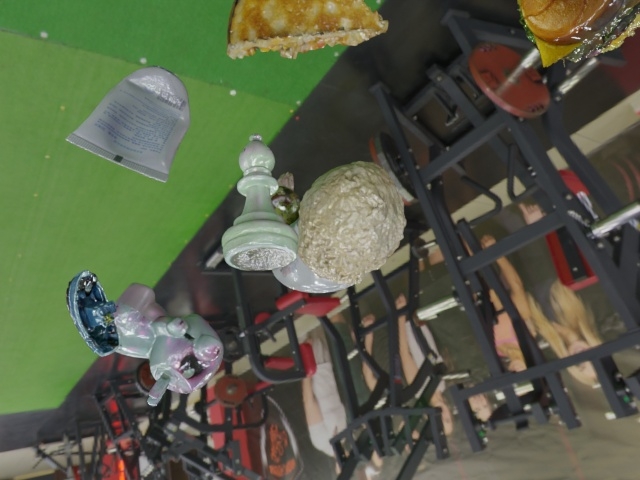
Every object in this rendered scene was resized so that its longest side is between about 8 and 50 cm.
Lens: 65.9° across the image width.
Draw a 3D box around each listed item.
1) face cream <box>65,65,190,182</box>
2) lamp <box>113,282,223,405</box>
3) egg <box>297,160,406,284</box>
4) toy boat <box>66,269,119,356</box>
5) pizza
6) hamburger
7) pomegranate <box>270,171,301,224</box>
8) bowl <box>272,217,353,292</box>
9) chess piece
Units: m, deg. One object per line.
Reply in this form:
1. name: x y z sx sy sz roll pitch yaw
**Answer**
1. face cream: -0.459 -0.324 1.295 0.234 0.420 0.137 25 129 -18
2. lamp: -0.401 0.271 1.241 0.301 0.247 0.247 30 136 -2
3. egg: 0.073 -0.048 1.227 0.279 0.311 0.279 16 -178 -1
4. toy boat: -0.342 0.110 0.753 0.060 0.137 0.060 -9 -168 26
5. pizza: -0.022 -0.613 1.339 0.406 0.440 0.130 26 168 1
6. hamburger: 0.449 -0.427 0.821 0.138 0.243 0.261 -6 166 -30
7. pomegranate: -0.126 -0.125 1.516 0.125 0.163 0.138 -22 155 15
8. bowl: 0.000 0.000 1.574 0.345 0.345 0.157 -12 126 -7
9. chess piece: -0.119 -0.087 0.943 0.139 0.272 0.139 -5 155 -2
